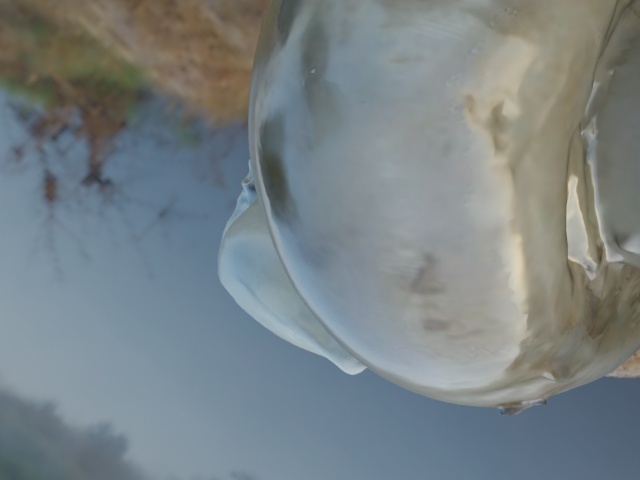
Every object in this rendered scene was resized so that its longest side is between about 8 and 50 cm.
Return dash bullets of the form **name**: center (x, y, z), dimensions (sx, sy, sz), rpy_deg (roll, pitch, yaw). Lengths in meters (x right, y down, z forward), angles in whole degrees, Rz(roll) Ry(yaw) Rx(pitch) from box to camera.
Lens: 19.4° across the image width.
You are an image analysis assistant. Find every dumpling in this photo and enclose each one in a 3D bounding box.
- **dumpling**: center (0.000, 0.000, 1.335), dimensions (0.124, 0.151, 0.229), rpy_deg (18, -172, -43)

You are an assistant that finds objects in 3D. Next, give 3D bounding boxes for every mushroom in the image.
- **mushroom**: center (0.128, -0.057, 0.828), dimensions (0.290, 0.297, 0.297), rpy_deg (17, 154, 28)

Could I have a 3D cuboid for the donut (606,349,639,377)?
- **donut**: center (0.199, -0.014, 1.153), dimensions (0.227, 0.113, 0.226), rpy_deg (8, 137, 8)
